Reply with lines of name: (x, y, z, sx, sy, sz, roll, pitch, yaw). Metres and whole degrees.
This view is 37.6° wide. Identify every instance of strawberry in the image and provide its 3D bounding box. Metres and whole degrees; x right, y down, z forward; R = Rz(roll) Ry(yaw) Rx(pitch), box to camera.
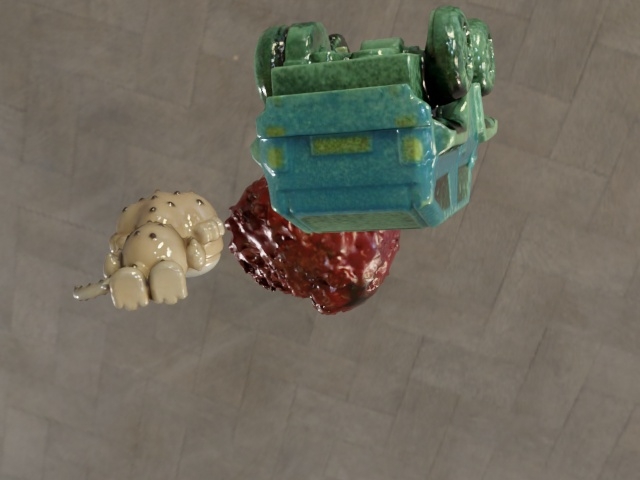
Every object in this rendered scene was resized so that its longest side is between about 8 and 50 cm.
strawberry: (0.000, 0.000, 1.341, 0.274, 0.274, 0.221, -20, 76, 23)

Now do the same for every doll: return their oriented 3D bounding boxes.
doll: (-0.205, 0.015, 1.174, 0.154, 0.278, 0.119, -6, 107, 7)

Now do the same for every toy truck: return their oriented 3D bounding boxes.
toy truck: (0.052, -0.095, 0.738, 0.155, 0.279, 0.156, -2, 98, 17)
